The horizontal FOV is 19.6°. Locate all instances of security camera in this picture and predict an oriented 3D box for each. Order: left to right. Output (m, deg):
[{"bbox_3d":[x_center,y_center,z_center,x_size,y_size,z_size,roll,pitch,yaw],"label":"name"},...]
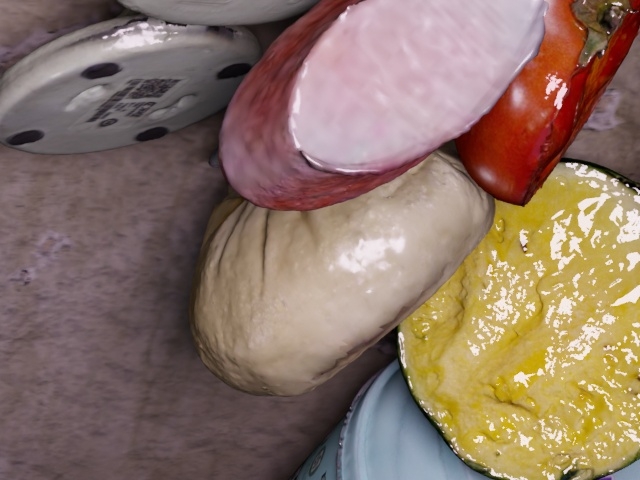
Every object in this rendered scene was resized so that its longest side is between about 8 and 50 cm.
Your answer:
[{"bbox_3d":[-0.074,-0.132,0.985,0.157,0.080,0.301,-6,159,-40],"label":"security camera"}]

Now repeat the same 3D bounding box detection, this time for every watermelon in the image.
[{"bbox_3d":[0.163,0.049,1.241,0.232,0.204,0.127,-60,167,4],"label":"watermelon"}]

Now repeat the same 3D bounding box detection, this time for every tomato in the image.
[{"bbox_3d":[0.119,-0.102,1.059,0.091,0.159,0.139,28,150,10],"label":"tomato"}]

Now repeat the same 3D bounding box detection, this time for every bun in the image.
[{"bbox_3d":[0.000,0.000,1.135,0.222,0.127,0.222,-40,-177,3],"label":"bun"}]

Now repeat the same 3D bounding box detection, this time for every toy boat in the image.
[{"bbox_3d":[0.013,-0.082,1.025,0.206,0.096,0.282,-41,-174,-17],"label":"toy boat"}]

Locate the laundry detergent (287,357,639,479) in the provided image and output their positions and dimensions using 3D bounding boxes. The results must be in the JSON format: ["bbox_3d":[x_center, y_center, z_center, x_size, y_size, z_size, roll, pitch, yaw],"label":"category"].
[{"bbox_3d":[0.103,0.243,1.394,0.287,0.287,0.305,7,141,-28],"label":"laundry detergent"}]
